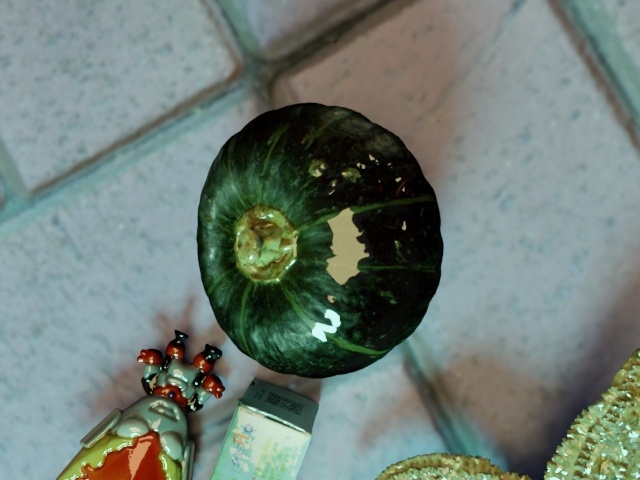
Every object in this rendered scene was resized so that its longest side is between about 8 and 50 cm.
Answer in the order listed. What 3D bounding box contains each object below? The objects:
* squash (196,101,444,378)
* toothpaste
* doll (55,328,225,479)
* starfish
[{"bbox_3d":[-0.004,0.000,0.494,0.193,0.156,0.193,6,110,18],"label":"squash"},{"bbox_3d":[-0.091,0.281,0.542,0.067,0.081,0.336,21,93,3],"label":"toothpaste"},{"bbox_3d":[-0.138,0.158,0.562,0.109,0.057,0.169,27,80,-10],"label":"doll"},{"bbox_3d":[0.218,0.234,0.501,0.302,0.084,0.293,-33,90,10],"label":"starfish"}]
